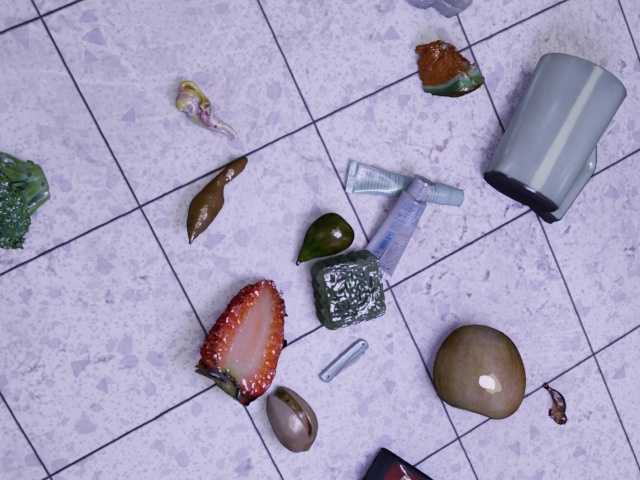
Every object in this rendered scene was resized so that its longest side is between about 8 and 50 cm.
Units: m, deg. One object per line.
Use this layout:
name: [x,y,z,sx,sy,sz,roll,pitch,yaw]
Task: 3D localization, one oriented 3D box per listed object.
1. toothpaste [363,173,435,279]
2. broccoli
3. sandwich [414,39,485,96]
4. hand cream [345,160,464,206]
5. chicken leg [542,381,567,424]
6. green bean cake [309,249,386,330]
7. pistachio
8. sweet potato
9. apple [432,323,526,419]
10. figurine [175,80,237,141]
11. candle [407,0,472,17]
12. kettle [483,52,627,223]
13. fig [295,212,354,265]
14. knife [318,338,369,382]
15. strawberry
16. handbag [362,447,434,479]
toothpaste: [0.207,-0.034,1.902,0.114,0.073,0.299,23,110,-16]
broccoli: [-0.733,-0.113,1.588,0.241,0.261,0.269,-20,60,-36]
sandwich: [0.343,-0.453,1.866,0.109,0.185,0.160,-20,103,-21]
hand cream: [0.232,-0.144,1.924,0.331,0.058,0.085,9,94,-16]
chicken leg: [0.708,0.488,2.129,0.062,0.037,0.145,-14,101,0]
green bean cake: [0.074,0.130,1.874,0.183,0.094,0.185,-12,106,-14]
pistachio: [-0.076,0.474,1.869,0.124,0.124,0.185,-29,86,-11]
sweet potato: [-0.273,-0.109,1.781,0.074,0.075,0.269,36,74,-16]
apple: [0.435,0.355,1.926,0.256,0.257,0.234,25,74,-16]
figurine: [-0.283,-0.317,1.763,0.187,0.083,0.083,36,85,-9]
candle: [0.322,-0.696,1.898,0.192,0.068,0.169,7,92,-20]
kettle: [0.659,-0.264,1.968,0.361,0.250,0.377,30,89,-45]
fig: [0.000,0.000,1.859,0.177,0.117,0.117,-30,103,11]
knife: [0.067,0.330,1.938,0.162,0.023,0.044,-40,108,-9]
strawberry: [-0.195,0.253,1.822,0.233,0.137,0.306,46,56,-33]
handbag: [0.226,0.710,1.937,0.254,0.181,0.181,35,83,-13]
